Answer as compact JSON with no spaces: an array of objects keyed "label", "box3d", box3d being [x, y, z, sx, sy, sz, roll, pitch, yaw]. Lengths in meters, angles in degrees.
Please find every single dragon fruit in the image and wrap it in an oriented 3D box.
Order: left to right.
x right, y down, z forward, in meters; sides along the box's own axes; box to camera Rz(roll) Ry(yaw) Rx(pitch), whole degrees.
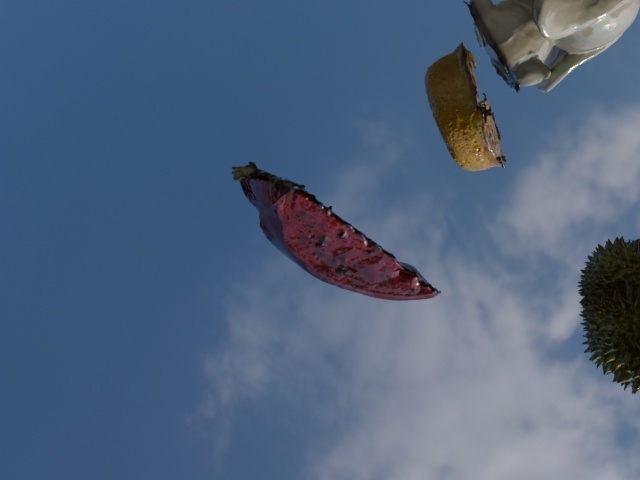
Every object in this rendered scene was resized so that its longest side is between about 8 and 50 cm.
[{"label":"dragon fruit","box3d":[0.000,0.000,1.354,0.100,0.343,0.282,-56,-151,1]}]

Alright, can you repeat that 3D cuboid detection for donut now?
[{"label":"donut","box3d":[0.198,-0.164,1.196,0.078,0.181,0.146,-17,-120,16]}]

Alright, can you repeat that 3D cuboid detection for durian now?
[{"label":"durian","box3d":[0.539,0.132,1.423,0.291,0.225,0.291,12,-147,-8]}]

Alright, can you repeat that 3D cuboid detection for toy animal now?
[{"label":"toy animal","box3d":[0.399,-0.374,1.517,0.289,0.249,0.174,-40,-114,28]}]
